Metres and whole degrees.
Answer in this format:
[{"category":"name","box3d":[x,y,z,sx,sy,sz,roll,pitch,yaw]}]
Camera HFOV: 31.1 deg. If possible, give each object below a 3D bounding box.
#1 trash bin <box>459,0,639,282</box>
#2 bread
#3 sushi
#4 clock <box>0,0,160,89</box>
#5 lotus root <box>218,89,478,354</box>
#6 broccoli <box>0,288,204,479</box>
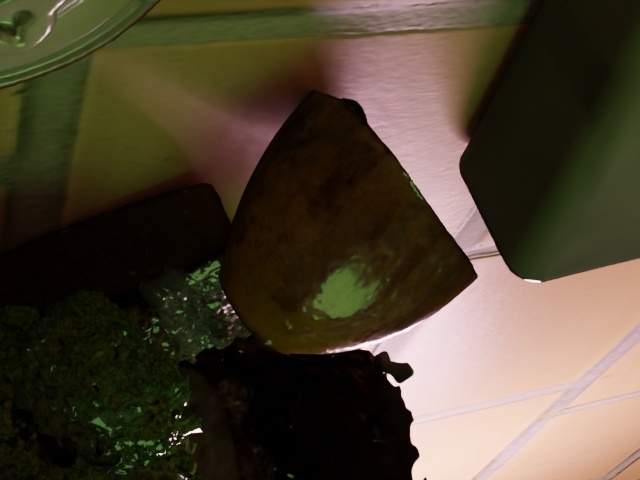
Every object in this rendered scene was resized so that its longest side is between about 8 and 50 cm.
[{"category":"trash bin","box3d":[0.282,-0.128,0.967,0.223,0.158,0.343,-12,152,-18]},{"category":"bread","box3d":[-0.262,0.085,1.036,0.416,0.113,0.165,-20,152,2]},{"category":"sushi","box3d":[-0.063,0.256,1.314,0.294,0.299,0.281,6,166,-39]},{"category":"clock","box3d":[-0.208,-0.175,0.614,0.318,0.080,0.318,-17,153,-9]},{"category":"lotus root","box3d":[-0.001,-0.001,0.947,0.180,0.199,0.188,-41,115,0]},{"category":"broccoli","box3d":[-0.253,0.249,0.912,0.321,0.310,0.413,-9,111,-26]}]
